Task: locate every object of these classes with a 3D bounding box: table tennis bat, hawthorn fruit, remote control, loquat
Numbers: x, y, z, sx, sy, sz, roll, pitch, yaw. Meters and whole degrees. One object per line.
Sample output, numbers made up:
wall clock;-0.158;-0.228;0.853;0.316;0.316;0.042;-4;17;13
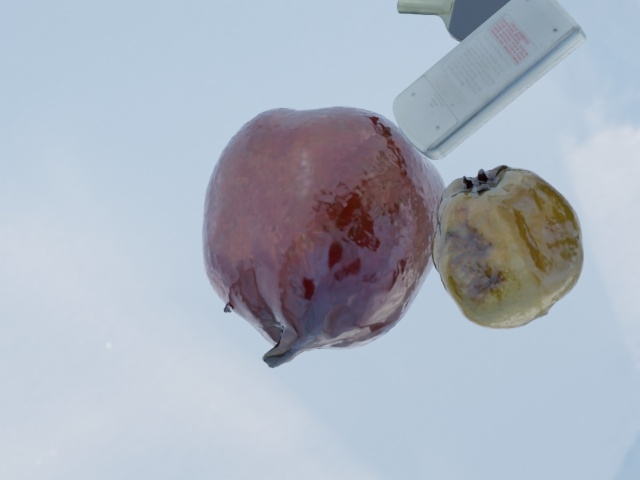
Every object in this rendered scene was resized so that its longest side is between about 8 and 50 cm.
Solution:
table tennis bat;0.161;-0.260;1.477;0.157;0.087;0.013;8;163;22
hawthorn fruit;0.005;-0.016;1.519;0.295;0.311;0.295;-4;120;-7
remote control;0.155;-0.158;1.248;0.190;0.087;0.029;-40;139;10
loquat;0.152;0.004;1.094;0.137;0.137;0.113;-21;-172;-8
